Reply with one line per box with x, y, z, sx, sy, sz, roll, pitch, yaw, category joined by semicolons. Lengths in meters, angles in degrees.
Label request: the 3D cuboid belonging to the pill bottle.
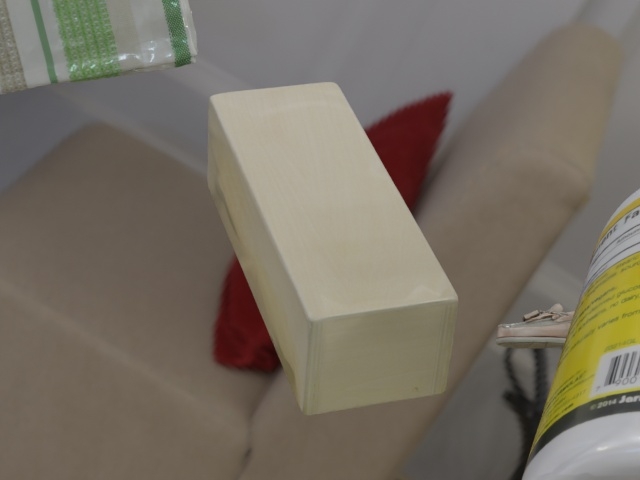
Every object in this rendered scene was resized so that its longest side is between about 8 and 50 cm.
0.241;0.074;0.968;0.188;0.188;0.334;30;44;-2;pill bottle

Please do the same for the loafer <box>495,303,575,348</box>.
0.208;0.069;1.351;0.125;0.039;0.045;-1;-9;-1;loafer

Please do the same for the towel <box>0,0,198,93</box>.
-0.147;-0.137;0.850;0.152;0.113;0.023;-9;17;3;towel

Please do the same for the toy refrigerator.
0.000;0.000;1.140;0.102;0.094;0.269;-8;39;-16;toy refrigerator
